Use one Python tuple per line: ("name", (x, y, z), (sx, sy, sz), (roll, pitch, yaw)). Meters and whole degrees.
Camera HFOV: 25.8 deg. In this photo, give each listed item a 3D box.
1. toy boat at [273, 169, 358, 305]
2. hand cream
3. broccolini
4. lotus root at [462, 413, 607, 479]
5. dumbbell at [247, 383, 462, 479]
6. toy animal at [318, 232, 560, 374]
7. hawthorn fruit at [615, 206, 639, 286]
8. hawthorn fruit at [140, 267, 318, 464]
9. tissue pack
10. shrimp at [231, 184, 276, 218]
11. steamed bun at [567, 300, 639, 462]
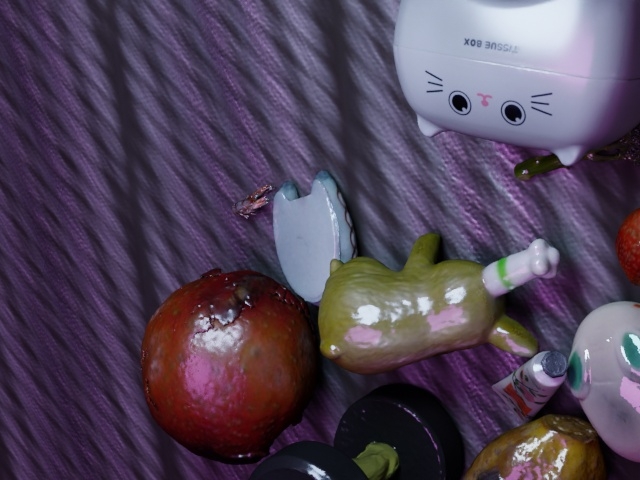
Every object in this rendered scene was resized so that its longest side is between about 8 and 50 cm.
("toy boat", (0.000, 0.000, 2.159), (0.134, 0.079, 0.208), (-17, 83, 35))
("hand cream", (0.295, 0.205, 1.963), (0.080, 0.050, 0.234), (51, 160, 12))
("broccolini", (0.360, -0.112, 1.890), (0.216, 0.058, 0.067), (-22, 50, 44))
("lotus root", (0.293, 0.366, 1.988), (0.193, 0.193, 0.291), (39, 124, 19))
("dumbbell", (0.053, 0.356, 2.060), (0.203, 0.322, 0.204), (11, 110, 32))
("toy animal", (0.179, 0.093, 2.007), (0.363, 0.180, 0.181), (-12, 105, 14))
("hawthorn fruit", (0.483, -0.006, 1.781), (0.203, 0.162, 0.162), (-45, 76, 17))
("hawthorn fruit", (-0.140, 0.201, 2.177), (0.316, 0.316, 0.316), (11, 110, 32))
("tissue pack", (0.267, -0.236, 1.792), (0.333, 0.229, 0.236), (16, 108, 33))
("shrimp", (-0.108, -0.058, 2.228), (0.029, 0.038, 0.092), (32, 132, -28))
("steamed bun", (0.422, 0.196, 1.879), (0.177, 0.130, 0.228), (-18, 95, 39))
